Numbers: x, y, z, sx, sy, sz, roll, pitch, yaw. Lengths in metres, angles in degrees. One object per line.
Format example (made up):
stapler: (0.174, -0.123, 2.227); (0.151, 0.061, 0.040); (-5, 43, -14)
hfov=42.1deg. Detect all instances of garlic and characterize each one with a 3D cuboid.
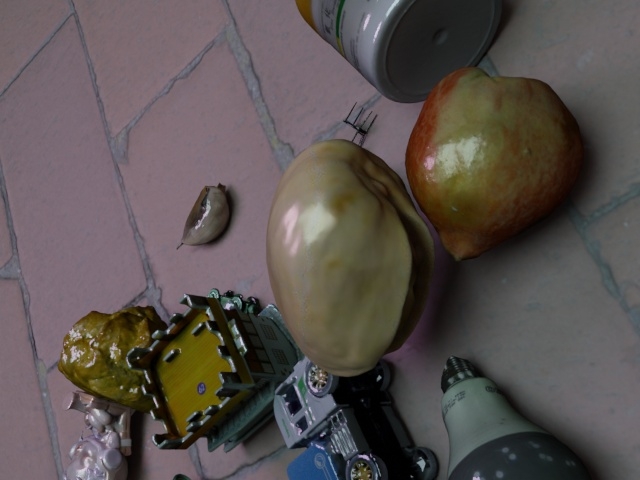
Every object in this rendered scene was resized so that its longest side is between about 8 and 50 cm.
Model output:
garlic: (-0.214, -0.037, 1.569); (0.152, 0.066, 0.084); (-67, 22, 2)

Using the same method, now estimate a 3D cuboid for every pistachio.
pistachio: (0.034, 0.022, 1.134); (0.238, 0.229, 0.321); (0, 102, 37)

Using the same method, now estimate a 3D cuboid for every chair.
chair: (0.057, -0.184, 1.386); (0.042, 0.037, 0.086); (29, 95, 28)

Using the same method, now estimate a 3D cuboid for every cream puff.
cream puff: (-0.355, 0.221, 1.523); (0.196, 0.244, 0.244); (-49, 53, 5)

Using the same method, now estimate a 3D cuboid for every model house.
model house: (-0.165, 0.223, 1.360); (0.224, 0.215, 0.198); (-45, 52, 24)

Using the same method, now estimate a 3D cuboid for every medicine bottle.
medicine bottle: (0.113, -0.362, 1.247); (0.238, 0.238, 0.232); (-52, 53, 19)

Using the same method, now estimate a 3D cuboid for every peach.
peach: (0.221, -0.096, 1.107); (0.232, 0.232, 0.257); (13, 93, 41)

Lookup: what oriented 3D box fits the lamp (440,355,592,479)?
lamp: (0.221, 0.270, 1.049); (0.182, 0.182, 0.314); (-42, 55, 25)

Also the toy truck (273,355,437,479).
toy truck: (0.059, 0.334, 1.195); (0.175, 0.146, 0.367); (-43, 56, 30)

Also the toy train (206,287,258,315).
toy train: (-0.162, 0.130, 1.491); (0.122, 0.050, 0.081); (12, 92, 40)

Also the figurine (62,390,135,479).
figurine: (-0.434, 0.410, 1.592); (0.162, 0.141, 0.237); (6, 85, 53)

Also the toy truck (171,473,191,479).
toy truck: (-0.249, 0.519, 1.371); (0.135, 0.259, 0.128); (39, 105, -4)
